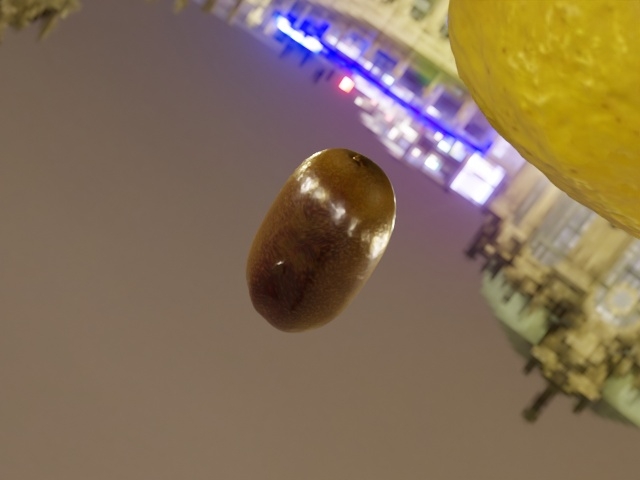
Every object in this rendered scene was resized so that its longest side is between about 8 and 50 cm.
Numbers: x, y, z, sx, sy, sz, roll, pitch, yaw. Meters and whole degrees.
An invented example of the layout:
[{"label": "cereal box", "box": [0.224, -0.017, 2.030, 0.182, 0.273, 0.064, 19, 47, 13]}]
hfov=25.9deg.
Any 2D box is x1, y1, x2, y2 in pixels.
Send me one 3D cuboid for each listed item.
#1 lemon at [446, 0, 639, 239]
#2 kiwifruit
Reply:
[{"label": "lemon", "box": [0.156, -0.093, 0.518, 0.260, 0.204, 0.204, 18, -159, -37]}, {"label": "kiwifruit", "box": [0.000, 0.000, 0.834, 0.075, 0.124, 0.075, 20, -150, -12]}]
